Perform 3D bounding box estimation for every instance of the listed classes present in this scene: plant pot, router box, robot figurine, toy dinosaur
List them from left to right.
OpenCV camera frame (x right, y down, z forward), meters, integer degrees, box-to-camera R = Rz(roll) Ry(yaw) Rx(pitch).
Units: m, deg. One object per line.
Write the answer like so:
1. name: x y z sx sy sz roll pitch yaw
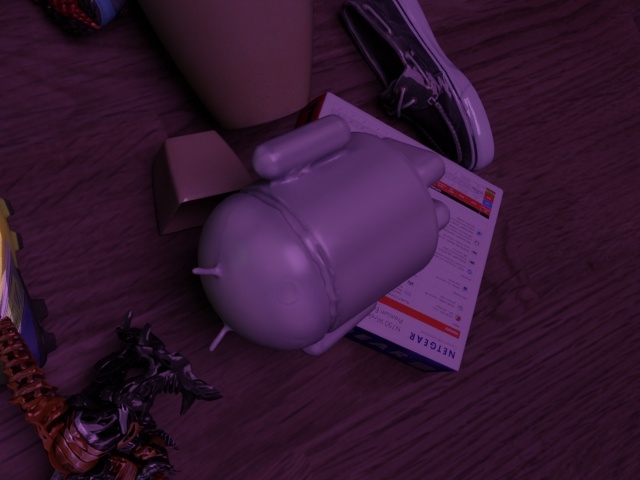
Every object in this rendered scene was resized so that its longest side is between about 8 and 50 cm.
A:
1. toy dinosaur: -0.241 0.207 0.947 0.218 0.164 0.322 -45 140 -16
2. plant pot: -0.163 -0.081 1.087 0.109 0.109 0.096 -15 75 -30
3. plant pot: -0.112 -0.295 1.089 0.256 0.256 0.274 -27 112 -30
4. robot figurine: 0.000 0.000 1.005 0.353 0.200 0.300 -31 124 -29
5. router box: 0.086 -0.005 1.214 0.335 0.082 0.301 27 69 -22

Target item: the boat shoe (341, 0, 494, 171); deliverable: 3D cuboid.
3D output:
1. boat shoe: 0.139 -0.239 1.282 0.119 0.121 0.335 -29 84 -22

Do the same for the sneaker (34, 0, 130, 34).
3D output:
1. sneaker: -0.346 -0.387 1.060 0.262 0.104 0.125 53 43 -13

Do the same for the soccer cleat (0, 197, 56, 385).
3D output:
1. soccer cleat: -0.399 0.028 0.938 0.121 0.093 0.289 -21 92 -32
